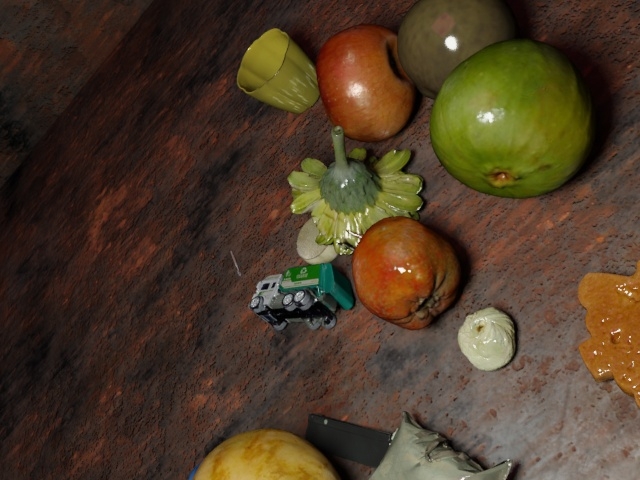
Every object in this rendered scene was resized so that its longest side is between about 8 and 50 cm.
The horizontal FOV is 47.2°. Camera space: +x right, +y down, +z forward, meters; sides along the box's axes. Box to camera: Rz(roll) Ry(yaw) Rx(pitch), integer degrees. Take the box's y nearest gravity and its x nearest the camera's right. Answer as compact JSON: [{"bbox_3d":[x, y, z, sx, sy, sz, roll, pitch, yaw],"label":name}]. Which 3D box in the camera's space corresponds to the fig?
[{"bbox_3d":[0.352,-0.238,1.341,0.316,0.316,0.316,-23,54,35],"label":"fig"}]

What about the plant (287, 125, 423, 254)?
[{"bbox_3d":[0.070,-0.094,1.584,0.305,0.297,0.262,-3,88,9],"label":"plant"}]

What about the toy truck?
[{"bbox_3d":[-0.042,0.129,1.657,0.253,0.114,0.124,-8,50,42],"label":"toy truck"}]

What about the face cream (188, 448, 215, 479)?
[{"bbox_3d":[-0.174,0.502,1.594,0.264,0.083,0.149,-31,50,29],"label":"face cream"}]

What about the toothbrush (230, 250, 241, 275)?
[{"bbox_3d":[-0.227,0.059,1.949,0.006,0.008,0.097,-35,45,7],"label":"toothbrush"}]

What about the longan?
[{"bbox_3d":[0.286,-0.409,1.531,0.258,0.258,0.258,-23,54,35],"label":"longan"}]

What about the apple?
[{"bbox_3d":[0.108,-0.364,1.677,0.206,0.251,0.272,-14,47,31],"label":"apple"}]

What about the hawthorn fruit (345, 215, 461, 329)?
[{"bbox_3d":[0.147,0.043,1.436,0.210,0.210,0.262,-50,48,11],"label":"hawthorn fruit"}]

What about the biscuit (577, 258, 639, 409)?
[{"bbox_3d":[0.547,0.125,1.125,0.306,0.043,0.284,-35,47,24],"label":"biscuit"}]

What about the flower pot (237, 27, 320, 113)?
[{"bbox_3d":[-0.096,-0.439,1.968,0.195,0.179,0.195,-24,52,36],"label":"flower pot"}]

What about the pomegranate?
[{"bbox_3d":[-0.093,0.529,1.363,0.338,0.338,0.338,-23,54,35],"label":"pomegranate"}]

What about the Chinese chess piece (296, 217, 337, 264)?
[{"bbox_3d":[0.000,0.000,1.729,0.122,0.051,0.122,-24,54,37],"label":"Chinese chess piece"}]

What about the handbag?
[{"bbox_3d":[0.200,0.409,1.261,0.270,0.117,0.183,20,75,49],"label":"handbag"}]

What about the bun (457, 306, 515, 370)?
[{"bbox_3d":[0.297,0.176,1.322,0.115,0.069,0.115,-23,55,36],"label":"bun"}]

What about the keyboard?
[{"bbox_3d":[0.054,0.402,1.474,0.231,0.023,0.072,1,76,45],"label":"keyboard"}]
